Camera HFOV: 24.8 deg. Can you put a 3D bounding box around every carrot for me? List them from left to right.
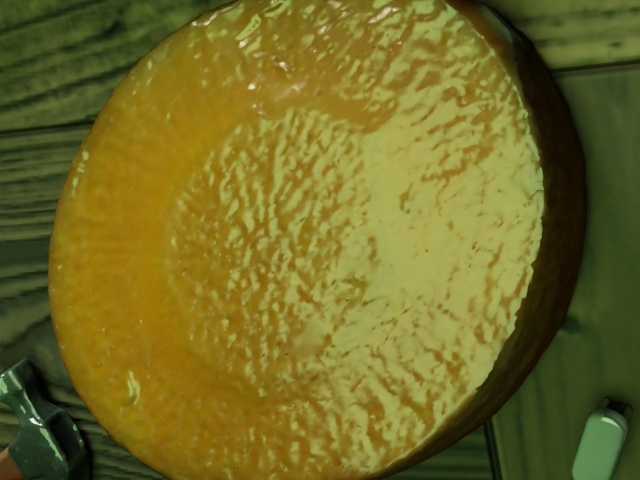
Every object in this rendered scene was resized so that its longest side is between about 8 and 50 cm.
[{"bbox_3d":[0.000,0.000,0.760,0.258,0.100,0.307,43,113,6],"label":"carrot"}]

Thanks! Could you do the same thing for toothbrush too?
[{"bbox_3d":[0.119,0.235,0.822,0.025,0.030,0.342,20,117,17],"label":"toothbrush"}]

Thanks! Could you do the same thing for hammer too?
[{"bbox_3d":[-0.263,0.182,0.979,0.288,0.033,0.111,-30,94,31],"label":"hammer"}]
